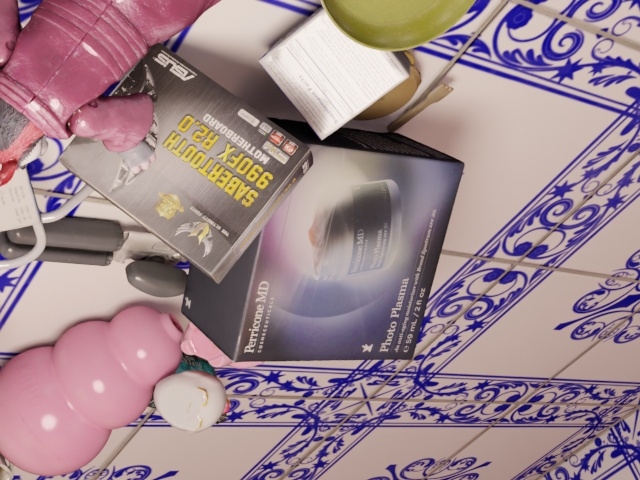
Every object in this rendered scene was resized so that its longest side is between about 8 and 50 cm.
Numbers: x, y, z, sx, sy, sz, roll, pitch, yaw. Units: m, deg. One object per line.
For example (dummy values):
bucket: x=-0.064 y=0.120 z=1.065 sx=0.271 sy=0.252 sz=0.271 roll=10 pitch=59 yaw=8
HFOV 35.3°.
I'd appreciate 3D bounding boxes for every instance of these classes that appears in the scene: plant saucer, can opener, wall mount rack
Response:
plant saucer: x=0.091 y=-0.330 z=1.109 sx=0.241 sy=0.037 sz=0.241 roll=-15 pitch=125 yaw=-22
can opener: x=-0.306 y=0.016 z=1.411 sx=0.280 sy=0.093 sz=0.074 roll=11 pitch=137 yaw=-33
wall mount rack: x=-0.350 y=-0.118 z=1.161 sx=0.304 sy=0.130 sz=0.350 roll=-10 pitch=146 yaw=-10

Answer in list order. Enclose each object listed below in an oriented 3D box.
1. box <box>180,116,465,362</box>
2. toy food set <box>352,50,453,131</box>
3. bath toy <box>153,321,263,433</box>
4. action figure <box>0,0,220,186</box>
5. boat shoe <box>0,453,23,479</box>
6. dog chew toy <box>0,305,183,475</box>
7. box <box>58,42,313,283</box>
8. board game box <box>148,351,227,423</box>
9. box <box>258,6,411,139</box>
box: x=0.000 y=0.000 z=1.357 sx=0.294 sy=0.182 sz=0.296 roll=3 pitch=107 yaw=-32
toy food set: x=0.077 y=-0.209 z=1.348 sx=0.132 sy=0.039 sz=0.192 roll=-34 pitch=151 yaw=31
bath toy: x=-0.132 y=0.132 z=1.526 sx=0.348 sy=0.151 sz=0.129 roll=-65 pitch=175 yaw=11
action figure: x=-0.198 y=-0.196 z=0.942 sx=0.248 sy=0.275 sz=0.370 roll=36 pitch=82 yaw=-20
boat shoe: x=-0.533 y=0.365 z=1.558 sx=0.156 sy=0.367 sz=0.136 roll=43 pitch=82 yaw=-13
dog chew toy: x=-0.360 y=0.223 z=1.584 sx=0.332 sy=0.207 sz=0.206 roll=-35 pitch=146 yaw=6
box: x=-0.153 y=-0.091 z=1.151 sx=0.183 sy=0.231 sz=0.056 roll=-51 pitch=168 yaw=-10
board game box: x=-0.243 y=0.243 z=1.734 sx=0.026 sy=0.126 sz=0.186 roll=-36 pitch=145 yaw=21
box: x=0.019 y=-0.215 z=1.214 sx=0.137 sy=0.072 sz=0.126 roll=-34 pitch=105 yaw=20
